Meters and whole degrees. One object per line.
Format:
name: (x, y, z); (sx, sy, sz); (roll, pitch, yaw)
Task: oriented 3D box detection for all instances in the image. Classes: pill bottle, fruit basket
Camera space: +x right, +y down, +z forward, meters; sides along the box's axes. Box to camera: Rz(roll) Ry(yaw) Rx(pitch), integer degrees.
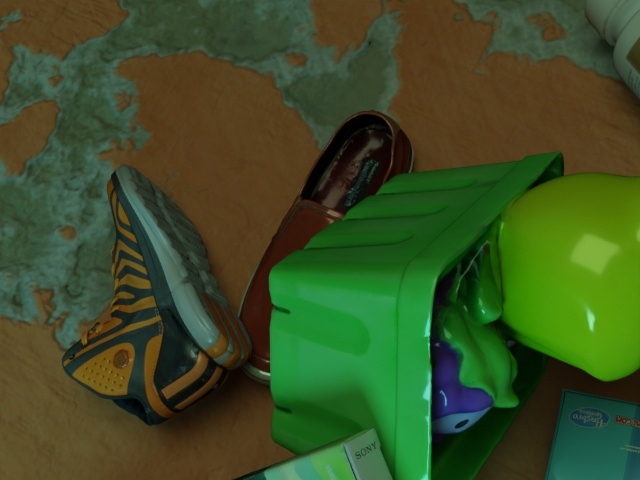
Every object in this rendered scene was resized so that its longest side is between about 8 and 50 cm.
pill bottle: (0.389, -0.196, 1.389); (0.131, 0.131, 0.229); (-31, 61, -4)
fruit basket: (0.178, 0.063, 1.134); (0.392, 0.283, 0.392); (0, 21, 0)

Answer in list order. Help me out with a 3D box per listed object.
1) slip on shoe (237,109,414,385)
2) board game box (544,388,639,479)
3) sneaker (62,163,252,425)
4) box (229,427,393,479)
slip on shoe: (0.000, 0.000, 1.395); (0.123, 0.101, 0.331); (22, 72, 20)
board game box: (0.312, 0.324, 1.176); (0.254, 0.079, 0.336); (10, 67, 17)
sneaker: (-0.208, 0.062, 1.398); (0.180, 0.124, 0.321); (-40, 45, 11)
box: (-0.049, 0.313, 1.082); (0.322, 0.058, 0.232); (-26, 85, 29)
